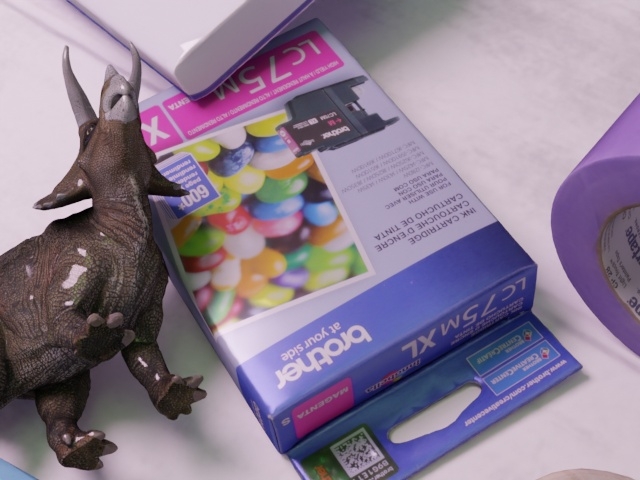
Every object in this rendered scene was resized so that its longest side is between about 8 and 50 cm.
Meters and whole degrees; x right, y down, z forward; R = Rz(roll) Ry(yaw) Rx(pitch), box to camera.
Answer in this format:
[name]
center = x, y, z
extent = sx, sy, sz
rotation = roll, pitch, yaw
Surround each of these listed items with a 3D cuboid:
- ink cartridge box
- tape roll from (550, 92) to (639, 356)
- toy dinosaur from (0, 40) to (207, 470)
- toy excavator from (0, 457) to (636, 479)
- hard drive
[ink cartridge box]
center = 0.000, 0.000, 0.679
extent = 0.186, 0.065, 0.311
rotation = -28, 59, -13
[tape roll]
center = 0.224, 0.003, 0.572
extent = 0.189, 0.189, 0.080
rotation = 32, 64, 25
[toy dinosaur]
center = -0.164, 0.053, 0.632
extent = 0.313, 0.121, 0.160
rotation = -46, 44, 17
[toy excavator]
center = -0.086, 0.227, 0.468
extent = 0.445, 0.222, 0.433
rotation = 29, 62, 8
[hard drive]
center = -0.107, -0.247, 0.815
extent = 0.210, 0.040, 0.319
rotation = -43, 49, -8
